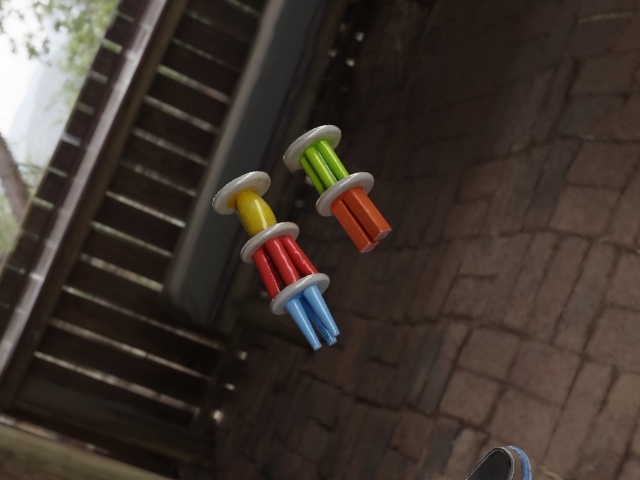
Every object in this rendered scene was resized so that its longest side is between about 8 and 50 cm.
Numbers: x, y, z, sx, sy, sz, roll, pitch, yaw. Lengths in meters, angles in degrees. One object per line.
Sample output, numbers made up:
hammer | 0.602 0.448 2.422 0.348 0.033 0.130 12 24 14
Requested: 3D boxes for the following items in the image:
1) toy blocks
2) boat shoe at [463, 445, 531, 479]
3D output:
toy blocks | 0.000 0.000 0.841 0.123 0.148 0.054 -33 -18 4
boat shoe | 0.131 0.270 1.004 0.066 0.066 0.183 30 91 55
